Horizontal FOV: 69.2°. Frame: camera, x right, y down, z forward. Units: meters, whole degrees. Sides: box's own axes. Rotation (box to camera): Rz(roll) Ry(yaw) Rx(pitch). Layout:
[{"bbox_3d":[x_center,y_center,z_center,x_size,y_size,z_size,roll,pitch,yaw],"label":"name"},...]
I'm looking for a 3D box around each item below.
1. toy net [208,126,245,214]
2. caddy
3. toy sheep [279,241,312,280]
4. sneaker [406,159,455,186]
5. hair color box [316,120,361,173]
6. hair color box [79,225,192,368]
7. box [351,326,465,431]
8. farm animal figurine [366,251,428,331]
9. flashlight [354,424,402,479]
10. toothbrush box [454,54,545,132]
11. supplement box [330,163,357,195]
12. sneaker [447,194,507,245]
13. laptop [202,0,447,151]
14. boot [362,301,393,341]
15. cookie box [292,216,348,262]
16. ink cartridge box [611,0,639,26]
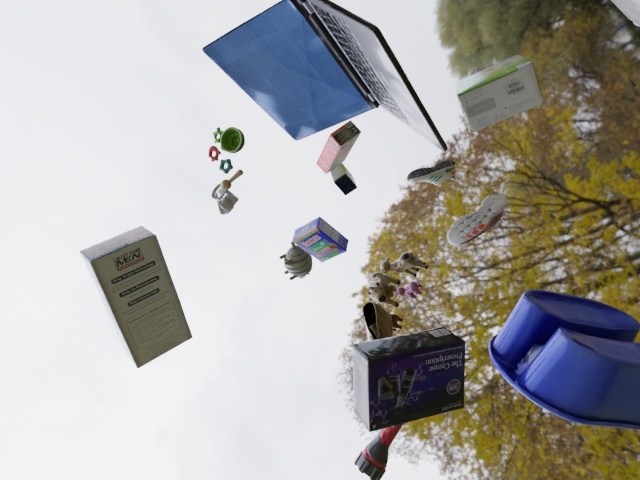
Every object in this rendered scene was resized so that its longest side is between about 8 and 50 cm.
[{"bbox_3d":[-0.265,-0.187,1.246,0.045,0.122,0.233,-1,-78,-69],"label":"toy net"},{"bbox_3d":[0.493,0.233,0.883,0.341,0.179,0.241,11,-157,-16],"label":"caddy"},{"bbox_3d":[-0.066,0.058,1.325,0.091,0.091,0.132,-70,-24,-44],"label":"toy sheep"},{"bbox_3d":[0.362,-0.201,1.501,0.057,0.161,0.075,-105,-3,-58],"label":"sneaker"},{"bbox_3d":[0.053,-0.284,1.427,0.093,0.167,0.053,-39,-96,-26],"label":"hair color box"},{"bbox_3d":[-0.491,0.154,1.263,0.173,0.105,0.348,-28,-56,-31],"label":"hair color box"},{"bbox_3d":[0.216,0.333,1.134,0.261,0.103,0.185,-7,-75,-18],"label":"box"},{"bbox_3d":[0.278,0.195,1.949,0.172,0.327,0.331,23,-91,-12],"label":"farm animal figurine"},{"bbox_3d":[0.233,0.642,1.549,0.304,0.103,0.103,-56,-44,-4],"label":"flashlight"},{"bbox_3d":[0.515,-0.438,1.367,0.122,0.206,0.283,64,-156,-16],"label":"toothbrush box"},{"bbox_3d":[0.085,-0.230,1.731,0.083,0.056,0.083,43,-158,-41],"label":"supplement box"},{"bbox_3d":[0.343,-0.030,1.000,0.061,0.157,0.065,47,170,42],"label":"sneaker"},{"bbox_3d":[0.012,-0.315,1.032,0.382,0.236,0.408,35,-168,-50],"label":"laptop"},{"bbox_3d":[0.184,0.327,1.458,0.115,0.112,0.305,50,-158,-40],"label":"boot"},{"bbox_3d":[0.000,0.000,1.148,0.107,0.091,0.040,37,-134,-29],"label":"cookie box"},{"bbox_3d":[0.519,-0.457,0.739,0.306,0.131,0.226,23,-143,-24],"label":"ink cartridge box"}]
